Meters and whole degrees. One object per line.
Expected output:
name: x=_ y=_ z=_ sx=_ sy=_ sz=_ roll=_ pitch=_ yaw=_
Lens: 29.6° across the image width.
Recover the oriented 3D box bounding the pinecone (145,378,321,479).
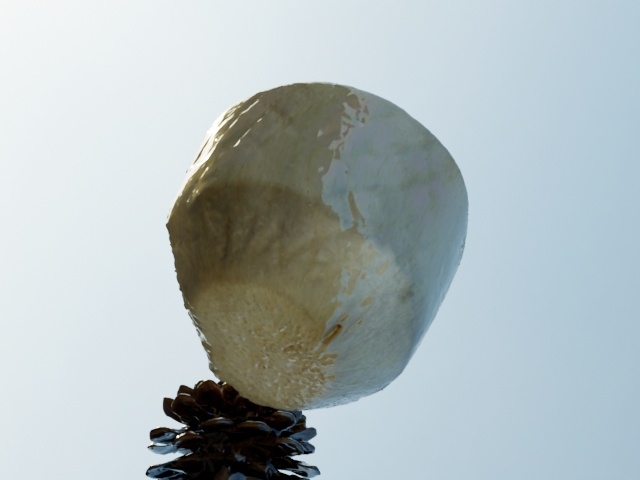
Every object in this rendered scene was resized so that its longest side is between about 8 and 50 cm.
pinecone: x=-0.120 y=0.333 z=1.635 sx=0.246 sy=0.246 sz=0.292 roll=-40 pitch=-140 yaw=46

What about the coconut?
coconut: x=0.000 y=0.000 z=1.529 sx=0.344 sy=0.415 sz=0.415 roll=11 pitch=-87 yaw=16
